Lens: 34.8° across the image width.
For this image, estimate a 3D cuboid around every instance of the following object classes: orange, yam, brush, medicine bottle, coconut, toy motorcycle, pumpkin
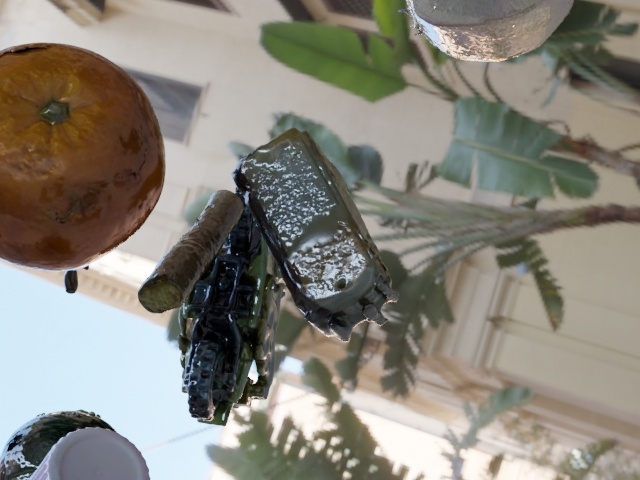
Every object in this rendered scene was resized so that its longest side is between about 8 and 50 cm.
[{"bbox_3d":[-0.331,-0.103,1.257,0.284,0.283,0.226,-64,5,-26],"label":"orange"},{"bbox_3d":[-0.176,0.009,1.458,0.300,0.066,0.066,-64,-19,-60],"label":"yam"},{"bbox_3d":[-0.372,0.029,1.542,0.016,0.063,0.193,-41,28,15],"label":"brush"},{"bbox_3d":[-0.174,0.197,0.669,0.083,0.083,0.203,-50,-4,-48],"label":"medicine bottle"},{"bbox_3d":[0.188,-0.328,1.187,0.234,0.224,0.224,19,-93,-62],"label":"coconut"},{"bbox_3d":[-0.146,0.107,1.671,0.237,0.168,0.410,78,-159,-63],"label":"toy motorcycle"},{"bbox_3d":[-0.294,0.288,1.189,0.190,0.146,0.190,170,90,-82],"label":"pumpkin"}]

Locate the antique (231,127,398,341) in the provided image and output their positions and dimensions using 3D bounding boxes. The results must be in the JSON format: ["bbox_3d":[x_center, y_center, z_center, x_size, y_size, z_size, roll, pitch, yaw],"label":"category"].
[{"bbox_3d":[0.000,0.000,1.400,0.125,0.284,0.150,-32,-32,9],"label":"antique"}]
